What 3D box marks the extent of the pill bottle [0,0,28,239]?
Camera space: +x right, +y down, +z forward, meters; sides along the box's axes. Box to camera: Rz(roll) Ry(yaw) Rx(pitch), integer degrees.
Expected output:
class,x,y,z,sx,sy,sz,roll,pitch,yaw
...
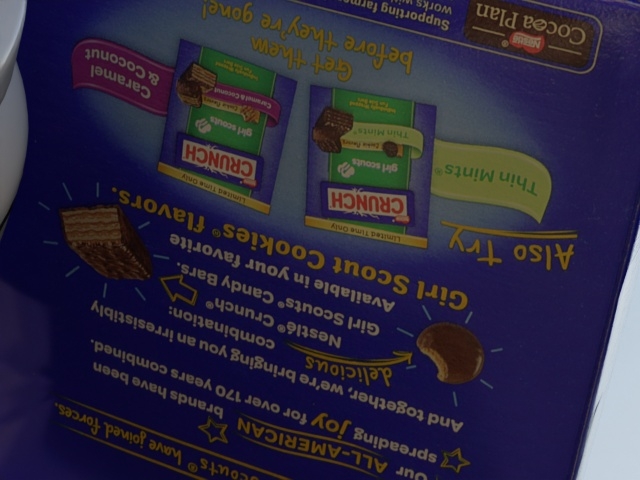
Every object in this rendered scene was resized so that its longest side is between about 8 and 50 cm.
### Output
class,x,y,z,sx,sy,sz,roll,pitch,yaw
pill bottle,-0.187,-0.020,0.584,0.153,0.153,0.265,4,-29,-19

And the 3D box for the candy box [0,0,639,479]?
class,x,y,z,sx,sy,sz,roll,pitch,yaw
candy box,0.000,0.000,0.711,0.268,0.122,0.317,17,-60,14
